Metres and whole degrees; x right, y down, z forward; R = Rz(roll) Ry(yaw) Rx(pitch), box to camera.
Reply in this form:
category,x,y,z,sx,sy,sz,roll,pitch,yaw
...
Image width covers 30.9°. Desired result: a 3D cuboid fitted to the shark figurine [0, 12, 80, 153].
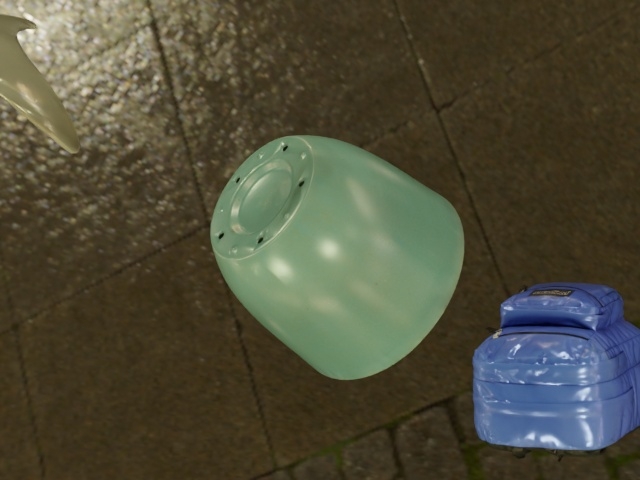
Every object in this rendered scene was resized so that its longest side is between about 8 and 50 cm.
category,x,y,z,sx,sy,sz,roll,pitch,yaw
shark figurine,-0.234,-0.012,0.448,0.278,0.166,0.116,-56,36,-7

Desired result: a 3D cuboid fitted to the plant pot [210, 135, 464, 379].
category,x,y,z,sx,sy,sz,roll,pitch,yaw
plant pot,0.000,0.000,1.508,0.293,0.235,0.293,-31,41,30

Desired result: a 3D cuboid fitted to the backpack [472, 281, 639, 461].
category,x,y,z,sx,sy,sz,roll,pitch,yaw
backpack,0.142,0.080,0.710,0.098,0.120,0.101,-6,96,30
